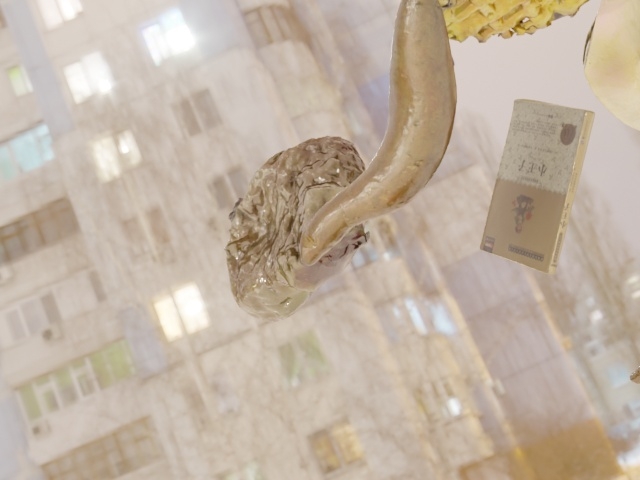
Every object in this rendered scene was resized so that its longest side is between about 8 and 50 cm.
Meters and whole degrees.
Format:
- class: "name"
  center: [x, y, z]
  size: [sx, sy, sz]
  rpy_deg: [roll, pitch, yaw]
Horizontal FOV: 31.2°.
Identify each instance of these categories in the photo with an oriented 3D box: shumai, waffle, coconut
- class: "shumai"
  center: [0.002, 0.001, 1.907]
  size: [0.217, 0.283, 0.346]
  rpy_deg: [28, -89, -34]
- class: "waffle"
  center: [0.348, -0.438, 1.812]
  size: [0.382, 0.095, 0.379]
  rpy_deg: [-8, -23, -29]
- class: "coconut"
  center: [0.682, -0.383, 2.242]
  size: [0.353, 0.352, 0.352]
  rpy_deg: [-22, -15, -6]

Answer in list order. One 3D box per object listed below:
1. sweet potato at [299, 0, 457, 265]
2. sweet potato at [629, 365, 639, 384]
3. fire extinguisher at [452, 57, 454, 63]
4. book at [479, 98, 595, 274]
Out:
- class: "sweet potato"
  center: [0.082, -0.111, 1.227]
  size: [0.079, 0.108, 0.346]
  rpy_deg: [-81, 14, -68]
- class: "sweet potato"
  center: [0.571, 0.152, 1.750]
  size: [0.075, 0.074, 0.269]
  rpy_deg: [-13, -25, -35]
- class: "fire extinguisher"
  center: [0.218, -0.327, 2.327]
  size: [0.050, 0.062, 0.177]
  rpy_deg: [27, -37, -19]
- class: "book"
  center: [0.261, -0.070, 1.396]
  size: [0.016, 0.198, 0.138]
  rpy_deg: [9, 8, -31]
